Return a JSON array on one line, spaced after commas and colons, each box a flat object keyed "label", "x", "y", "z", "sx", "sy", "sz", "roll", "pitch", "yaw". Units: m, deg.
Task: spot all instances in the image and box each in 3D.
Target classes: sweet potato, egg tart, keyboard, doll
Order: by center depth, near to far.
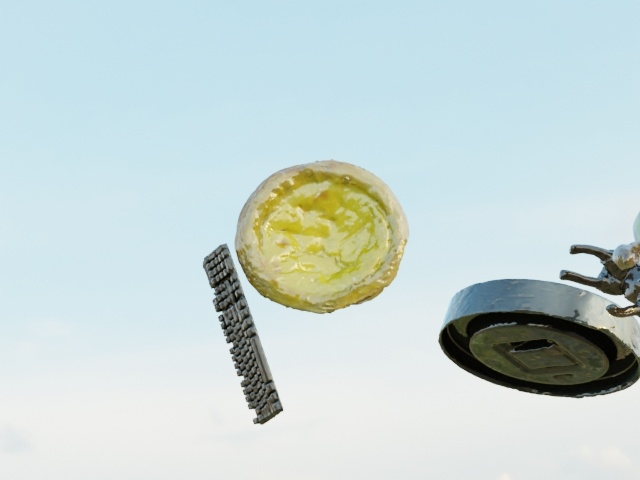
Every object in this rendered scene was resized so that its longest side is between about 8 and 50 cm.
[{"label": "sweet potato", "x": 0.302, "y": 0.013, "z": 1.417, "sx": 0.026, "sy": 0.026, "sz": 0.115, "roll": -13, "pitch": 1, "yaw": 22}, {"label": "keyboard", "x": -0.085, "y": 0.100, "z": 1.553, "sx": 0.018, "sy": 0.195, "sz": 0.060, "roll": -12, "pitch": -16, "yaw": -30}, {"label": "egg tart", "x": 0.000, "y": 0.000, "z": 1.593, "sx": 0.191, "sy": 0.191, "sz": 0.074, "roll": -5, "pitch": -19, "yaw": -4}, {"label": "doll", "x": 0.379, "y": 0.056, "z": 1.678, "sx": 0.165, "sy": 0.057, "sz": 0.139, "roll": 8, "pitch": 18, "yaw": -31}]

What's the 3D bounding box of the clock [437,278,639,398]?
[{"label": "clock", "x": 0.301, "y": 0.135, "z": 1.970, "sx": 0.281, "sy": 0.055, "sz": 0.280, "roll": 11, "pitch": -26, "yaw": 5}]

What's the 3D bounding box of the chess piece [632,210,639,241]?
[{"label": "chess piece", "x": 0.455, "y": -0.084, "z": 1.613, "sx": 0.144, "sy": 0.144, "sz": 0.251, "roll": -2, "pitch": -45, "yaw": -16}]
